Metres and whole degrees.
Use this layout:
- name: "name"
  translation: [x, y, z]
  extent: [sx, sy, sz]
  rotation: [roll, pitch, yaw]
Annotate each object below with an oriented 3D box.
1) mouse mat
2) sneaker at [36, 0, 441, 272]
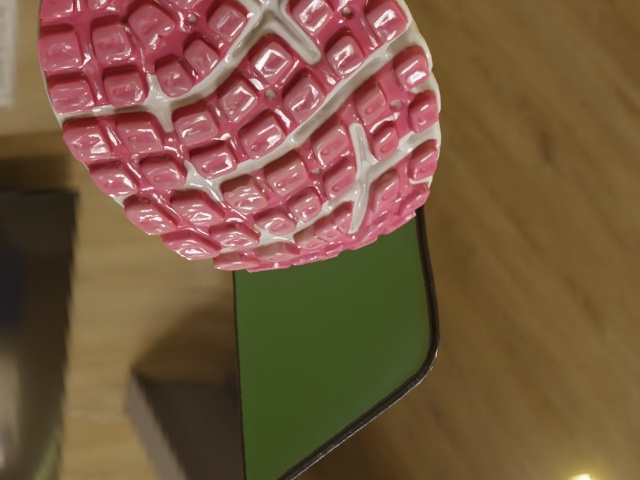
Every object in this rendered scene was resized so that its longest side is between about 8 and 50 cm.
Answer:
- name: "mouse mat"
  translation: [0.000, 0.000, 0.790]
  extent: [0.152, 0.007, 0.190]
  rotation: [-42, -138, 47]
- name: "sneaker"
  translation: [-0.051, -0.117, 0.607]
  extent: [0.299, 0.120, 0.112]
  rotation: [59, 17, -28]
